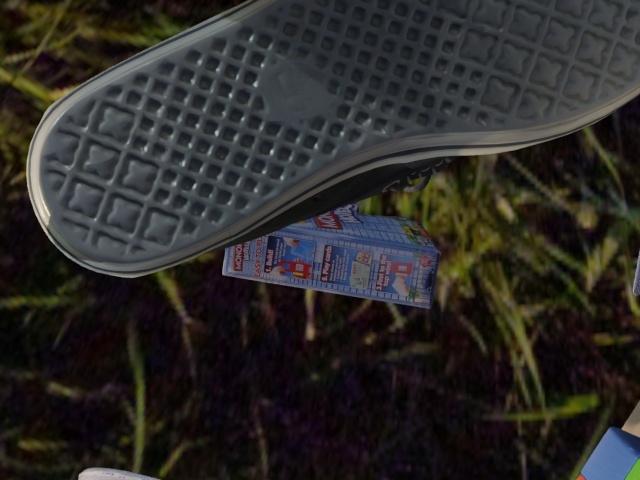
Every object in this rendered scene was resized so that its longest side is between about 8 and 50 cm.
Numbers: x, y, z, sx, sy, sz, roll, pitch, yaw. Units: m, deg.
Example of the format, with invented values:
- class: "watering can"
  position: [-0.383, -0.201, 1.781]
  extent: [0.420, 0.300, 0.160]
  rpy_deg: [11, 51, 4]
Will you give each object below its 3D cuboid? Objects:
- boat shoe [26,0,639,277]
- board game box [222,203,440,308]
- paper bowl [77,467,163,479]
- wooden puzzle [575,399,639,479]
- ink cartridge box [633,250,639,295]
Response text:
- class: "boat shoe"
  position: [0.035, -0.118, 1.107]
  extent: [0.500, 0.156, 0.187]
  rpy_deg: [-24, 94, -7]
- class: "board game box"
  position: [0.000, 0.000, 1.535]
  extent: [0.194, 0.194, 0.060]
  rpy_deg: [6, 106, -10]
- class: "paper bowl"
  position: [-0.172, 0.383, 1.867]
  extent: [0.284, 0.148, 0.284]
  rpy_deg: [16, 160, 6]
- class: "wooden puzzle"
  position: [0.231, 0.296, 1.146]
  extent: [0.080, 0.322, 0.348]
  rpy_deg: [19, 105, -27]
- class: "ink cartridge box"
  position: [0.262, -0.013, 1.033]
  extent: [0.060, 0.180, 0.104]
  rpy_deg: [13, 99, 24]
